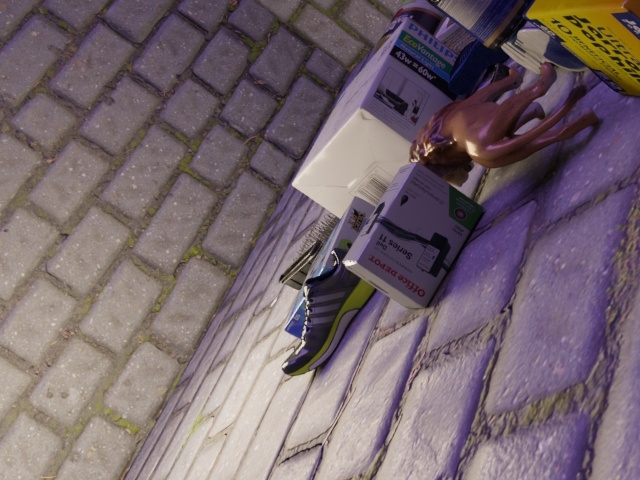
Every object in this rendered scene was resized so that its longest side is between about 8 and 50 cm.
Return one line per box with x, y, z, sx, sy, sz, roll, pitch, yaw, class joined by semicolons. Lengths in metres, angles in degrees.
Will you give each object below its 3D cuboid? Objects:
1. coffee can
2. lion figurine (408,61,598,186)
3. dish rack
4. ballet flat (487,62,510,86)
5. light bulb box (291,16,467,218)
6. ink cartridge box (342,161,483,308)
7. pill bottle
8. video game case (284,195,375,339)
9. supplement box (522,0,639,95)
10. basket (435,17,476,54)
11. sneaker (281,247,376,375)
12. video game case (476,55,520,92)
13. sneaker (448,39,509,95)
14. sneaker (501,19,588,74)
0.299;-0.605;2.503;0.201;0.201;0.275;-40;18;54;coffee can
0.273;-0.178;1.400;0.240;0.142;0.392;-32;4;0;lion figurine
0.000;0.000;2.339;0.208;0.074;0.272;-42;17;48;dish rack
0.344;-0.306;1.827;0.173;0.049;0.057;-50;11;28;ballet flat
0.156;-0.279;2.090;0.358;0.225;0.361;-43;16;51;light bulb box
0.158;-0.006;1.474;0.208;0.153;0.087;-59;10;-10;ink cartridge box
0.268;-0.455;1.551;0.123;0.219;0.123;-53;3;3;pill bottle
0.019;0.065;1.994;0.270;0.061;0.244;-58;5;45;video game case
0.432;-0.305;1.066;0.195;0.194;0.356;-54;11;8;supplement box
0.393;-0.562;2.229;0.113;0.103;0.167;-58;12;-12;basket
0.001;0.145;1.778;0.300;0.121;0.111;-56;10;-3;sneaker
0.417;-0.408;1.897;0.157;0.019;0.143;-36;22;58;video game case
0.363;-0.425;1.909;0.232;0.081;0.091;-43;24;51;sneaker
0.436;-0.407;1.526;0.182;0.127;0.315;-57;9;5;sneaker
